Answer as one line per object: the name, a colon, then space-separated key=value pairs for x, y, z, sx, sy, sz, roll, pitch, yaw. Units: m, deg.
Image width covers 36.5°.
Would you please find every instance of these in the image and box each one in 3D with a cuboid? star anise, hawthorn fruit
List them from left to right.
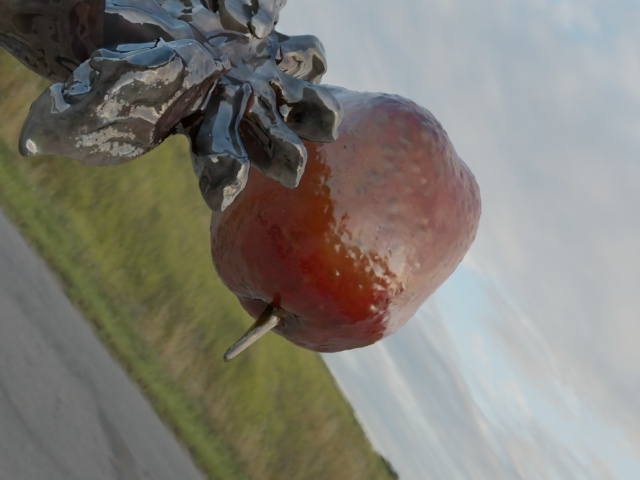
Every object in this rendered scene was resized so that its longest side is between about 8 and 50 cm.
star anise: x=-0.081 y=-0.114 z=0.576 sx=0.198 sy=0.257 sz=0.111 roll=55 pitch=-43 yaw=19
hawthorn fruit: x=0.000 y=0.000 z=1.011 sx=0.287 sy=0.330 sz=0.287 roll=29 pitch=-27 yaw=16
